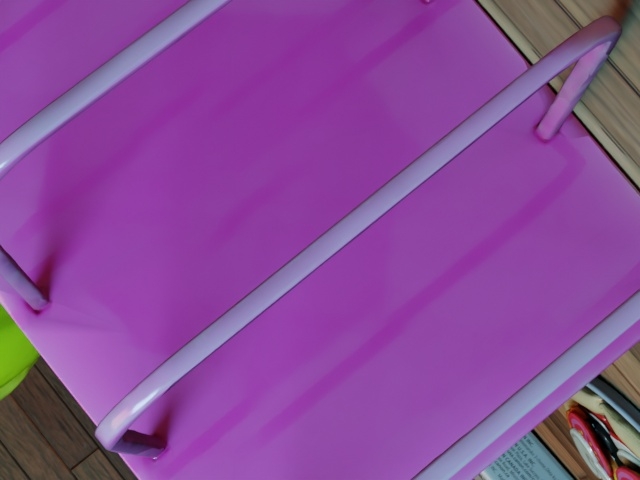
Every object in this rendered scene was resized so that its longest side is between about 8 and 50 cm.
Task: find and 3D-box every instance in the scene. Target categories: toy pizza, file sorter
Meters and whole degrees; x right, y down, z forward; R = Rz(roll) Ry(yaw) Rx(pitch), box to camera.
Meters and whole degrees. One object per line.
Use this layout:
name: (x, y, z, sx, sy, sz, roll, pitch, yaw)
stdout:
toy pizza: (0.198, 0.158, 0.982, 0.201, 0.032, 0.201, 50, 176, 5)
file sorter: (-0.031, -0.046, 0.542, 0.291, 0.202, 0.182, 50, 174, 8)

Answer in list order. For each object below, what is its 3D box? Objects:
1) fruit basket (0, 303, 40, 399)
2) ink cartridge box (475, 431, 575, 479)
fruit basket: (-0.195, -0.028, 0.858, 0.283, 0.392, 0.392, 2, 145, 31)
ink cartridge box: (0.238, 0.287, 1.473, 0.275, 0.060, 0.239, 49, 176, 21)
